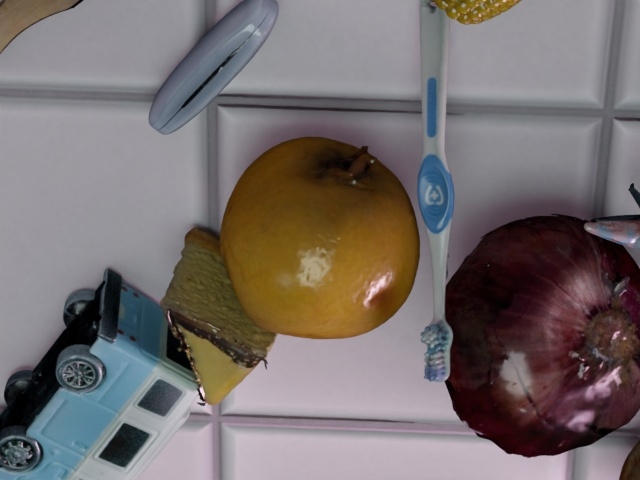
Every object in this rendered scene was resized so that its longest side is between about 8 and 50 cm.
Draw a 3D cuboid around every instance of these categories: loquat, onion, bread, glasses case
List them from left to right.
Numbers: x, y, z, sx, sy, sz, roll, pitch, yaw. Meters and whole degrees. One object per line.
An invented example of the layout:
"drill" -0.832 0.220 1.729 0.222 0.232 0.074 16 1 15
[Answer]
"glasses case" -0.106 -0.173 1.845 0.045 0.067 0.178 38 116 -18
"bread" -0.105 0.075 1.957 0.152 0.147 0.127 40 127 -12
"loquat" 0.000 0.000 1.863 0.208 0.208 0.208 1 121 2
"onion" 0.226 0.096 1.922 0.252 0.219 0.252 1 87 -25

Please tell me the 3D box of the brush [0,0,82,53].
"brush" -0.273 -0.246 1.823 0.070 0.065 0.327 39 125 -25

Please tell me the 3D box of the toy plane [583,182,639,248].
"toy plane" 0.376 -0.015 1.854 0.326 0.104 0.223 8 130 -30

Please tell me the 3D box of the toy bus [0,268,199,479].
"toy bus" -0.248 0.187 2.034 0.165 0.133 0.271 30 116 -19

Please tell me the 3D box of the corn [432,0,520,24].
"corn" 0.226 -0.308 1.732 0.305 0.106 0.106 -36 113 27

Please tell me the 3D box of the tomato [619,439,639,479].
"tomato" 0.456 0.277 1.989 0.303 0.303 0.239 -34 98 21

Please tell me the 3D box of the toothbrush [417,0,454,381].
"toothbrush" 0.113 -0.055 1.831 0.040 0.040 0.386 1 89 2
